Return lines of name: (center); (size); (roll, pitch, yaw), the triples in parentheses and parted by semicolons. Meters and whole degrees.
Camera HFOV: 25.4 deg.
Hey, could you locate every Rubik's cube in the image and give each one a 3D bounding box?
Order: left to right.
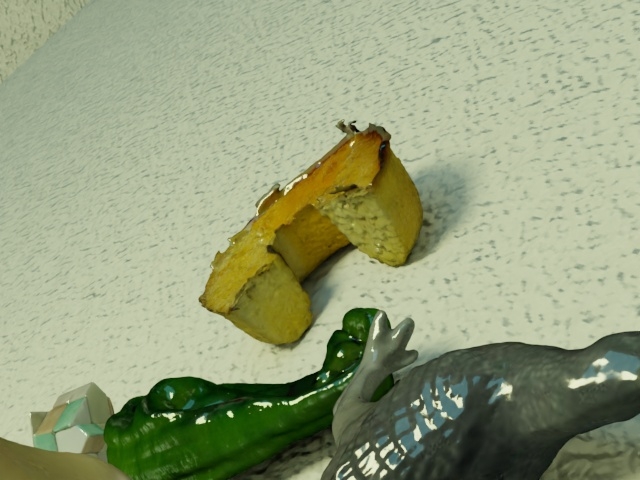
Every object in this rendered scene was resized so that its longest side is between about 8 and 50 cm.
Rubik's cube: (-0.177, 0.143, 1.022); (0.075, 0.073, 0.084); (-32, 25, 19)

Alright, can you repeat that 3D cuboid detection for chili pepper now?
chili pepper: (-0.053, 0.110, 0.887); (0.257, 0.074, 0.100); (-20, 26, 33)

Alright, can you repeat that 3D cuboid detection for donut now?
donut: (-0.002, -0.003, 1.014); (0.181, 0.078, 0.146); (-43, 19, 14)

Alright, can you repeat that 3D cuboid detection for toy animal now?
toy animal: (0.036, 0.117, 0.700); (0.367, 0.081, 0.206); (-40, 19, 15)

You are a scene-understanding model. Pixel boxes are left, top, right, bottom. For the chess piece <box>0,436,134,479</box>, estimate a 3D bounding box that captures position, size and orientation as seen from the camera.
chess piece: (-0.067, 0.147, 0.501); (0.124, 0.307, 0.139); (-32, 24, 20)
